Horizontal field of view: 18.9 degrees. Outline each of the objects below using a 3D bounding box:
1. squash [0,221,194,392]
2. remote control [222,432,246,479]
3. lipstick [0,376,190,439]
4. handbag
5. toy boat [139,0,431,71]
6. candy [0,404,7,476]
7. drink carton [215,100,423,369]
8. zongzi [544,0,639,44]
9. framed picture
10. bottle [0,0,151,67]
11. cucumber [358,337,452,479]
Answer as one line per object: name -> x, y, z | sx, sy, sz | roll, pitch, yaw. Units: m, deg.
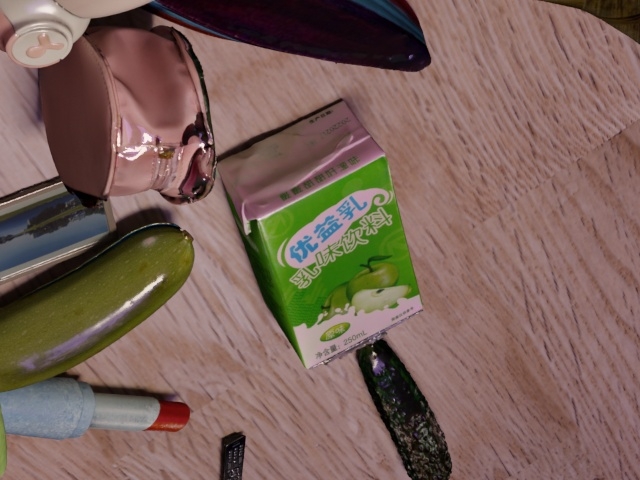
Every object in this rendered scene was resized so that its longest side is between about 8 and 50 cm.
squash -> -0.274, 0.090, 1.985 | 0.341, 0.094, 0.094 | -30, 139, -1
remote control -> -0.107, 0.267, 2.319 | 0.034, 0.016, 0.091 | -28, 142, -31
lipstick -> -0.264, 0.186, 2.104 | 0.274, 0.061, 0.068 | 9, 123, -38
handbag -> -0.177, -0.115, 1.771 | 0.116, 0.205, 0.179 | -9, 102, -25
toy boat -> -0.038, -0.232, 1.842 | 0.392, 0.079, 0.136 | 14, 123, -37
candy -> -0.407, 0.117, 1.858 | 0.142, 0.132, 0.343 | -38, 134, -30
drink carton -> 0.000, 0.000, 2.059 | 0.161, 0.108, 0.271 | -28, 138, -11
zongzi -> 0.263, -0.256, 1.975 | 0.221, 0.112, 0.242 | -20, 139, -17
framed picture -> -0.281, -0.014, 1.938 | 0.149, 0.011, 0.109 | -22, 138, -13
bottle -> -0.207, -0.245, 1.642 | 0.236, 0.147, 0.147 | -33, 141, 20
cucumber -> 0.103, 0.210, 2.364 | 0.067, 0.067, 0.293 | -30, 139, -4
